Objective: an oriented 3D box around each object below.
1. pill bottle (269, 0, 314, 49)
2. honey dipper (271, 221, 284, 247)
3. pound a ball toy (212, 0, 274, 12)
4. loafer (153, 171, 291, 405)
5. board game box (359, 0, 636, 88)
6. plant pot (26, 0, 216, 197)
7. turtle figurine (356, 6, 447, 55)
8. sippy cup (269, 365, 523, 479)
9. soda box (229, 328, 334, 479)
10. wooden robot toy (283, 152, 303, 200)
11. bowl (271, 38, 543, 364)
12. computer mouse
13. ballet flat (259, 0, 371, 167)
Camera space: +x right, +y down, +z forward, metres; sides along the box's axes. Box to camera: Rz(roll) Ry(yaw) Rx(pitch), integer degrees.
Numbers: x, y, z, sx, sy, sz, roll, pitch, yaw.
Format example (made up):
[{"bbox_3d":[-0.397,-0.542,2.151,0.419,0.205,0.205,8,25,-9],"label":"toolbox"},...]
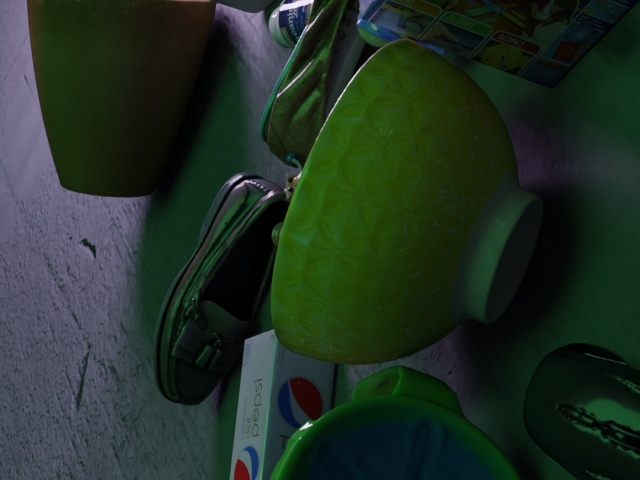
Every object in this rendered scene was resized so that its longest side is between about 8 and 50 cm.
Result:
[{"bbox_3d":[-0.007,-0.240,1.918,0.120,0.067,0.067,-2,74,61],"label":"pill bottle"},{"bbox_3d":[0.000,0.000,1.819,0.161,0.030,0.030,7,82,60],"label":"honey dipper"},{"bbox_3d":[-0.047,-0.360,1.982,0.319,0.136,0.208,-33,48,51],"label":"pound a ball toy"},{"bbox_3d":[-0.105,0.057,1.916,0.084,0.096,0.267,21,92,56],"label":"loafer"},{"bbox_3d":[0.152,-0.208,1.473,0.136,0.201,0.035,-46,38,40],"label":"board game box"},{"bbox_3d":[-0.257,-0.189,2.213,0.237,0.237,0.254,-152,65,-61],"label":"plant pot"},{"bbox_3d":[0.080,-0.330,1.628,0.266,0.275,0.198,-52,3,-4],"label":"turtle figurine"},{"bbox_3d":[0.030,0.270,1.442,0.240,0.305,0.224,51,147,5],"label":"sippy cup"},{"bbox_3d":[-0.039,0.200,1.735,0.069,0.074,0.216,-23,56,55],"label":"soda box"},{"bbox_3d":[0.011,-0.054,1.750,0.173,0.076,0.079,-18,18,41],"label":"wooden robot toy"},{"bbox_3d":[0.093,-0.010,1.486,0.156,0.289,0.289,23,97,19],"label":"bowl"},{"bbox_3d":[0.232,0.107,1.313,0.262,0.060,0.184,39,110,60],"label":"computer mouse"},{"bbox_3d":[0.041,-0.225,1.787,0.124,0.116,0.342,25,105,26],"label":"ballet flat"}]
